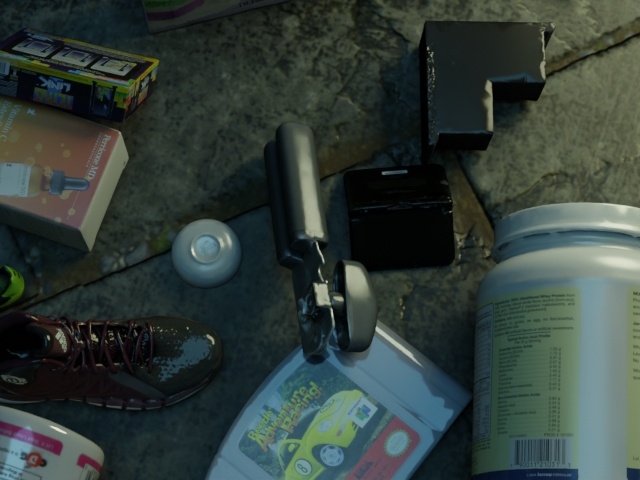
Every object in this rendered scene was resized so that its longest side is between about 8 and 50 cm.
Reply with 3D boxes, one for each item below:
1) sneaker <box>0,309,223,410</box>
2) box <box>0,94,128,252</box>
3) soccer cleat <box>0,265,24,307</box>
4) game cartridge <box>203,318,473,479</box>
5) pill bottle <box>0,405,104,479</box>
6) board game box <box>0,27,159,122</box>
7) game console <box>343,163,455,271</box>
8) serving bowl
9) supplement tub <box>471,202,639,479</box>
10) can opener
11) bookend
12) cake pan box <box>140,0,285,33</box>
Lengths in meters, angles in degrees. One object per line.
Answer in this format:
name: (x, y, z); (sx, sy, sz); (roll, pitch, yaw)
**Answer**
sneaker: (-0.247, 0.125, 1.537); (0.281, 0.162, 0.106); (-6, 74, -3)
box: (-0.325, -0.081, 1.634); (0.170, 0.091, 0.130); (18, 74, 4)
soccer cleat: (-0.422, 0.070, 1.595); (0.179, 0.072, 0.060); (-23, 75, -8)
game cartridge: (0.007, 0.225, 1.572); (0.196, 0.060, 0.294); (36, 76, 13)
pill bottle: (-0.345, 0.325, 1.468); (0.160, 0.160, 0.283); (17, 70, 4)
board game box: (-0.288, -0.193, 1.644); (0.170, 0.141, 0.048); (14, 110, 3)
game console: (0.092, -0.028, 1.669); (0.122, 0.071, 0.107); (-4, 44, -3)
serving bowl: (-0.132, 0.012, 1.643); (0.083, 0.027, 0.083); (1, 73, -2)
supplement tub: (0.280, 0.144, 1.506); (0.235, 0.235, 0.325); (4, 73, 0)
can opener: (0.000, 0.000, 1.610); (0.095, 0.076, 0.283); (6, 58, -24)
bookend: (0.198, -0.175, 1.683); (0.157, 0.072, 0.156); (0, 74, -2)
cake pan box: (-0.089, -0.342, 1.637); (0.266, 0.246, 0.070); (-14, 78, -7)
